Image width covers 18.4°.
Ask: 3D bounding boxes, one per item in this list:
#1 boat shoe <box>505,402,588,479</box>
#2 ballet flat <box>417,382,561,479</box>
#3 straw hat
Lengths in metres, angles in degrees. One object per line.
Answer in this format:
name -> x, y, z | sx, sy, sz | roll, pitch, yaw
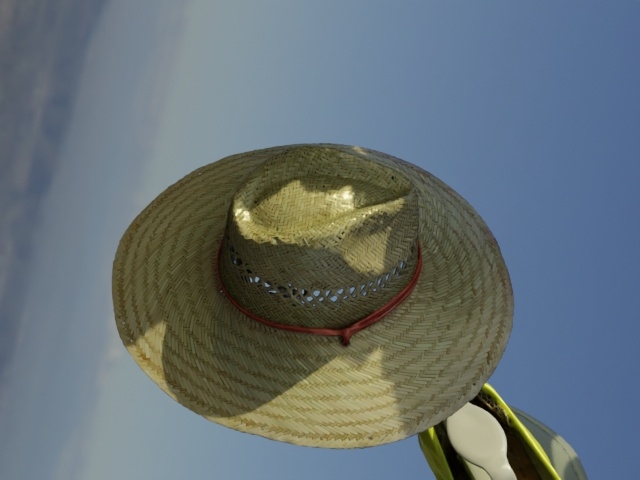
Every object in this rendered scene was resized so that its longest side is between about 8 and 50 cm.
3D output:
boat shoe -> 0.137, 0.179, 1.197 | 0.228, 0.081, 0.068 | 46, -42, 43
ballet flat -> 0.115, 0.162, 1.097 | 0.231, 0.077, 0.077 | 59, -8, 36
straw hat -> 0.000, 0.000, 0.681 | 0.061, 0.144, 0.144 | 97, 1, -52
